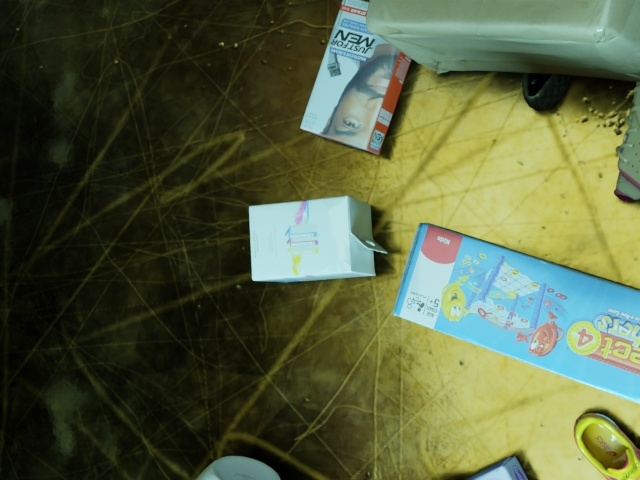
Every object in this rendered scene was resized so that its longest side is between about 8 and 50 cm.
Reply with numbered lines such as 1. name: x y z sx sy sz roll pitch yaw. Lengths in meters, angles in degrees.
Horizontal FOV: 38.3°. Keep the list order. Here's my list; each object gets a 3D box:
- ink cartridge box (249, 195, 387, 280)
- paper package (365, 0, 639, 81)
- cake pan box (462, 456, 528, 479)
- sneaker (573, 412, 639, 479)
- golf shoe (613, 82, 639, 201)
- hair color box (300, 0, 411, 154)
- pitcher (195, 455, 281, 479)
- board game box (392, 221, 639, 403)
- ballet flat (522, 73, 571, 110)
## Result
1. ink cartridge box: 0.000 0.000 1.091 0.143 0.092 0.089 -5 84 20
2. paper package: 0.236 -0.335 0.926 0.310 0.168 0.324 15 91 44
3. cake pan box: 0.162 0.402 1.017 0.246 0.070 0.266 -30 76 15
4. sneaker: 0.332 0.252 0.959 0.175 0.067 0.064 39 99 17
5. golf shoe: 0.356 -0.116 0.950 0.140 0.115 0.306 -19 79 23
6. hair color box: 0.049 -0.197 1.104 0.093 0.053 0.167 20 95 20
7. pitcher: -0.087 0.375 1.099 0.178 0.125 0.207 15 103 1
8. board game box: 0.260 0.077 0.871 0.308 0.302 0.086 19 94 22
9. ballet flat: 0.265 -0.228 1.022 0.058 0.049 0.173 13 92 23
